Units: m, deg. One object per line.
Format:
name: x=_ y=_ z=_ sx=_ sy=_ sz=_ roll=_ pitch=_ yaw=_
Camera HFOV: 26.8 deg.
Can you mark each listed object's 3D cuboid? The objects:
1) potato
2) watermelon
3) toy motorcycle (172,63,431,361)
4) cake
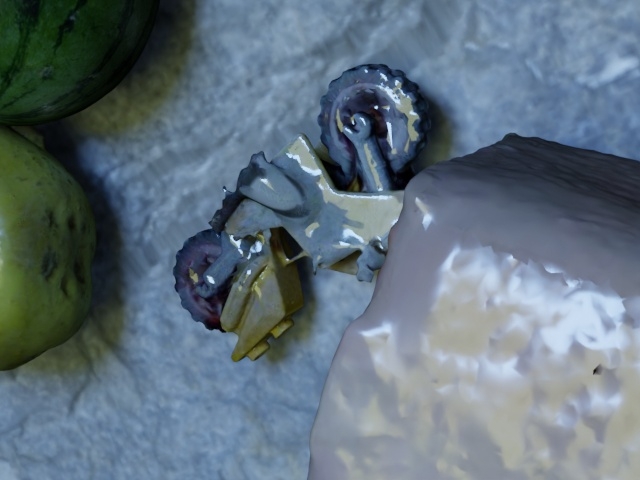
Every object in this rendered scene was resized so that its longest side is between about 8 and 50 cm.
potato: x=-0.262 y=-0.013 z=0.929 sx=0.228 sy=0.148 sz=0.197 roll=4 pitch=115 yaw=25
watermelon: x=-0.192 y=-0.181 z=0.848 sx=0.188 sy=0.188 sz=0.214 roll=6 pitch=80 yaw=23
toy motorcycle: x=0.000 y=0.000 z=0.847 sx=0.130 sy=0.094 sz=0.229 roll=49 pitch=120 yaw=6
cake: x=0.145 y=0.088 z=0.688 sx=0.230 sy=0.309 sz=0.237 roll=20 pitch=105 yaw=17
